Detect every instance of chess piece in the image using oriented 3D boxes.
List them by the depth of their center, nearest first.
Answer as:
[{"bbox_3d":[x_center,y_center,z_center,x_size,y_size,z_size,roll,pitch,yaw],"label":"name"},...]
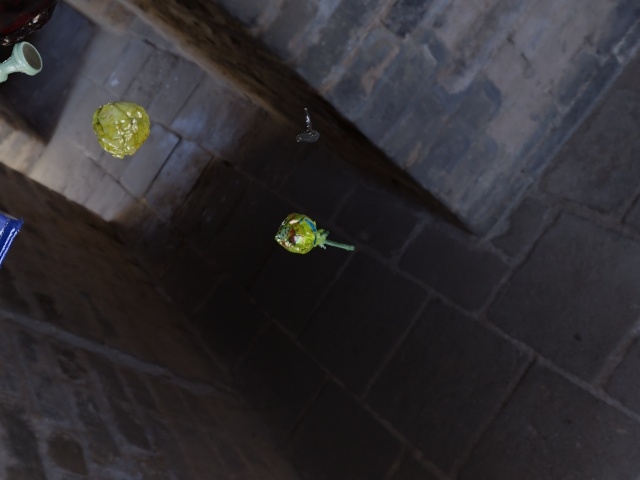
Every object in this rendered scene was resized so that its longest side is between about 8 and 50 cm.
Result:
[{"bbox_3d":[-0.625,-0.354,1.458,0.103,0.067,0.067,-18,51,14],"label":"chess piece"}]

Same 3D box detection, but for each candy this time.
[{"bbox_3d":[0.002,-0.002,1.488,0.073,0.262,0.077,8,86,32],"label":"candy"}]

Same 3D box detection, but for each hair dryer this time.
[{"bbox_3d":[-0.036,-0.274,1.722,0.031,0.079,0.083,-11,93,35],"label":"hair dryer"}]

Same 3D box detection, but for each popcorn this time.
[{"bbox_3d":[-0.399,-0.224,1.434,0.116,0.106,0.121,127,161,-70],"label":"popcorn"}]

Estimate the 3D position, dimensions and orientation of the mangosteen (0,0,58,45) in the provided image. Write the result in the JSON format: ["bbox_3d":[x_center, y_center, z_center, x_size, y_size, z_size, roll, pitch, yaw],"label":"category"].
[{"bbox_3d":[-0.666,-0.565,1.334,0.380,0.421,0.381,-10,48,12],"label":"mangosteen"}]

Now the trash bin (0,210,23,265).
[{"bbox_3d":[-0.684,-0.034,1.315,0.163,0.234,0.184,-66,9,-5],"label":"trash bin"}]
